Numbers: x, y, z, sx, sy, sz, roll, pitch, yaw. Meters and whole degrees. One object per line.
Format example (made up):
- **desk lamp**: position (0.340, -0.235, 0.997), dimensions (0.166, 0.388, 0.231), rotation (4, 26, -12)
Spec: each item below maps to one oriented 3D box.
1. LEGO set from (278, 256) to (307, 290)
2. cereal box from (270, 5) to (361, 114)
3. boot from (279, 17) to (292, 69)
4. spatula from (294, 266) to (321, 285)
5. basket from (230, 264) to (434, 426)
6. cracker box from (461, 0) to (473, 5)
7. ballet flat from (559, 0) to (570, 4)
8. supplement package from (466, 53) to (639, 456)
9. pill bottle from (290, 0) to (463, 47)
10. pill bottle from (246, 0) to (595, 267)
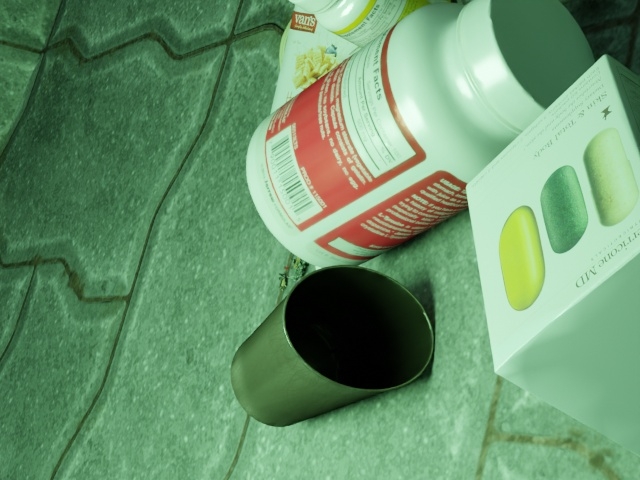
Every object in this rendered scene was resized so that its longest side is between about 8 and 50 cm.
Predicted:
- **LEGO set**: position (-0.033, 0.040, 1.773), dimensions (0.083, 0.023, 0.054), rotation (-37, 38, 58)
- **cereal box**: position (0.006, -0.213, 1.769), dimensions (0.173, 0.047, 0.240), rotation (21, 103, 46)
- **boot**: position (0.024, -0.326, 1.875), dimensions (0.165, 0.077, 0.213), rotation (-1, 69, 53)
- **spatula**: position (0.000, 0.000, 1.712), dimensions (0.084, 0.030, 0.296), rotation (-8, 46, 7)
- **basket**: position (-0.008, 0.141, 1.526), dimensions (0.227, 0.204, 0.154), rotation (-36, 52, 52)
- **cracker box**: position (0.228, -0.341, 1.588), dimensions (0.156, 0.067, 0.232), rotation (7, 76, 56)
- **ballet flat**: position (0.253, -0.333, 1.459), dimensions (0.316, 0.107, 0.106), rotation (15, 101, 31)
- **supplement package**: position (0.278, 0.014, 1.117), dimensions (0.199, 0.198, 0.262), rotation (-45, 26, 30)
- **pill bottle**: position (0.067, -0.297, 1.535), dimensions (0.119, 0.208, 0.119), rotation (-33, 46, 42)
- **pill bottle**: position (0.115, -0.135, 1.467), dimensions (0.408, 0.229, 0.229), rotation (-29, 47, 44)
